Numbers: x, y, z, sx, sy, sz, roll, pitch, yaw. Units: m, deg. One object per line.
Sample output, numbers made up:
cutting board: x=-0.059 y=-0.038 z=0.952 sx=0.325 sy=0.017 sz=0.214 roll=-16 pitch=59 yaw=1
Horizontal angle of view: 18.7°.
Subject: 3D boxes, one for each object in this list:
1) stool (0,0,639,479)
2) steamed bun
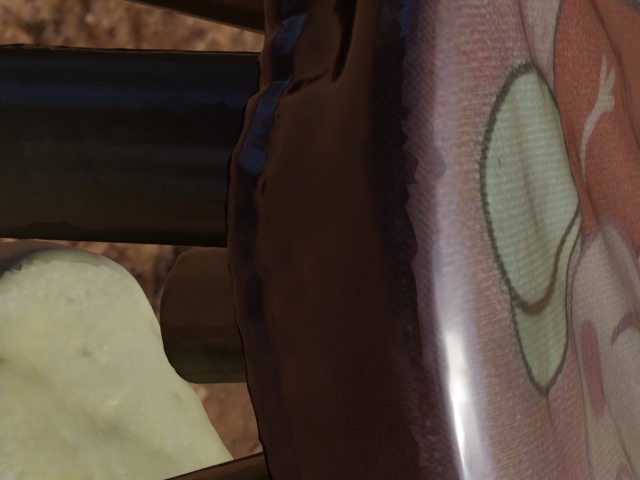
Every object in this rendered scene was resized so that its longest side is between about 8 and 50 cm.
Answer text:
stool: x=0.000 y=0.000 z=0.524 sx=0.272 sy=0.179 sz=0.272 roll=-2 pitch=90 yaw=-69
steamed bun: x=-0.175 y=0.165 z=0.738 sx=0.203 sy=0.289 sz=0.276 roll=-14 pitch=73 yaw=-56
